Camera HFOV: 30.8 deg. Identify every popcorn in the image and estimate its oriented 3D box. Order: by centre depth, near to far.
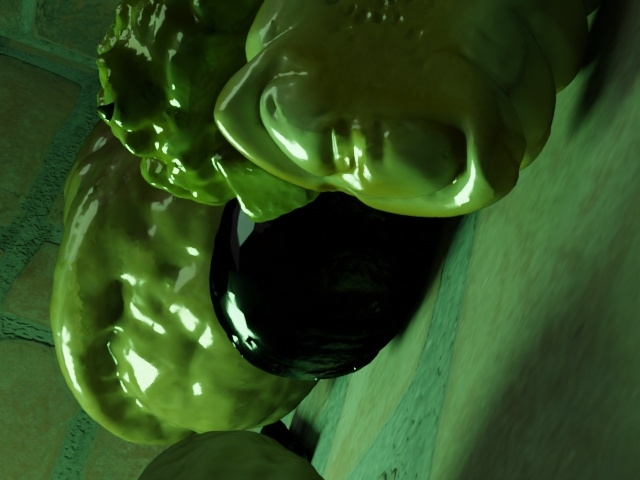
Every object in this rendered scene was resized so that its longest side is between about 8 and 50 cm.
[{"bbox_3d":[-0.040,-0.117,0.757,0.218,0.189,0.169,-55,11,29],"label":"popcorn"}]

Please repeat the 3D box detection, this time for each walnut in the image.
[{"bbox_3d":[-0.119,0.019,1.238,0.383,0.383,0.383,-161,90,-86],"label":"walnut"}]

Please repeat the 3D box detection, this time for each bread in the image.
[{"bbox_3d":[0.078,-0.160,0.648,0.311,0.173,0.121,-66,-22,-15],"label":"bread"}]

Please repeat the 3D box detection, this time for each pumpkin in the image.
[{"bbox_3d":[0.000,0.000,0.931,0.233,0.163,0.233,-160,90,-88],"label":"pumpkin"}]

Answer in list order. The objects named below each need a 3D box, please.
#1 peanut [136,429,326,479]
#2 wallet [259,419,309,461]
[{"bbox_3d":[-0.031,0.198,0.534,0.313,0.152,0.152,-98,28,-72],"label":"peanut"},{"bbox_3d":[-0.069,0.290,1.305,0.318,0.045,0.172,140,151,-85],"label":"wallet"}]
